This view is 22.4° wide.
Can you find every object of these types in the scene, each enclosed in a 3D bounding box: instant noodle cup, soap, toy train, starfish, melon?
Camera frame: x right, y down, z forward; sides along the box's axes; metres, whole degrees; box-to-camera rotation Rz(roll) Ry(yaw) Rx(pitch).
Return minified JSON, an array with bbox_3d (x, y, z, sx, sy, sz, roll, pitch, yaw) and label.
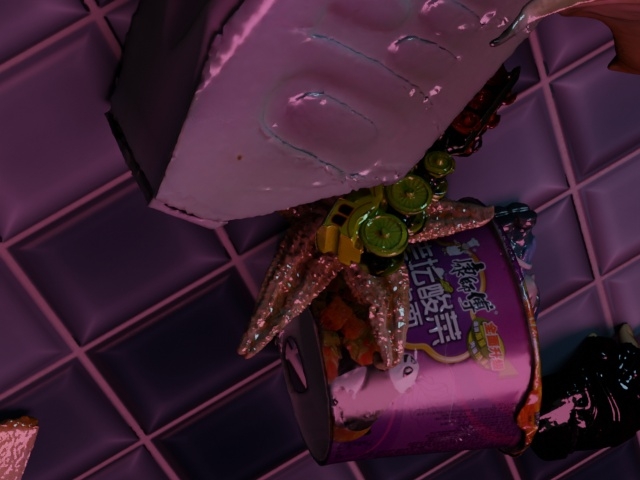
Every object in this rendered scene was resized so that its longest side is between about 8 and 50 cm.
[{"bbox_3d":[0.070,0.096,1.498,0.190,0.251,0.251,-10,136,-13],"label":"instant noodle cup"},{"bbox_3d":[0.032,-0.205,1.222,0.261,0.156,0.446,21,117,-45],"label":"soap"},{"bbox_3d":[0.086,-0.075,1.368,0.249,0.085,0.053,-55,167,-31],"label":"toy train"},{"bbox_3d":[0.002,-0.001,1.363,0.295,0.231,0.048,16,160,-15],"label":"starfish"},{"bbox_3d":[-0.350,0.200,1.461,0.182,0.054,0.098,5,121,-37],"label":"melon"}]

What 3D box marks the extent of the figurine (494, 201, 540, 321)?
[{"bbox_3d":[0.184,0.035,1.631,0.086,0.087,0.149,-16,122,-21],"label":"figurine"}]

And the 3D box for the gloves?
[{"bbox_3d":[0.322,0.170,1.832,0.203,0.124,0.164,-19,157,-4],"label":"gloves"}]

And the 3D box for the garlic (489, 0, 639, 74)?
[{"bbox_3d":[0.263,-0.181,1.194,0.196,0.151,0.338,-41,167,21],"label":"garlic"}]
